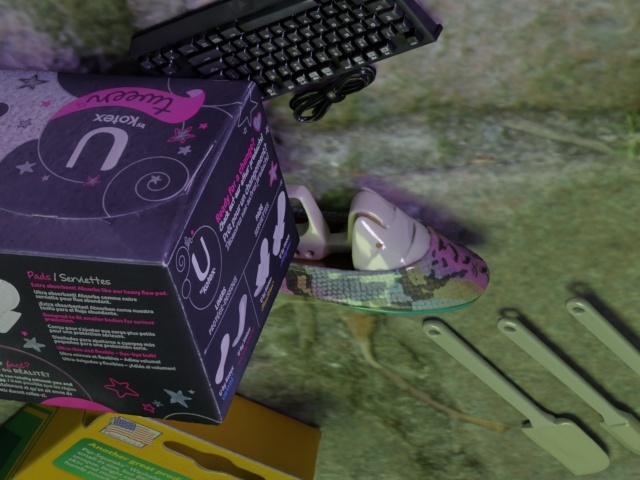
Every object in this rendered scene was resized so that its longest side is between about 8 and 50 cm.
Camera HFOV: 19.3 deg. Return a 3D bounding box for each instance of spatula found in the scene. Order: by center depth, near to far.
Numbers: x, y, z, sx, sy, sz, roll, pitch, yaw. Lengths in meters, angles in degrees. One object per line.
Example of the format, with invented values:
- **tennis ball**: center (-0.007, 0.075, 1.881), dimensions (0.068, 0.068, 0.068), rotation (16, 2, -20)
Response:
- **spatula**: center (0.198, 0.107, 1.383), dimensions (0.168, 0.019, 0.242), rotation (-11, 141, 38)

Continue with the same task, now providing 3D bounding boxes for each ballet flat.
- **ballet flat**: center (0.000, 0.000, 1.229), dimensions (0.221, 0.077, 0.079), rotation (5, 127, 8)

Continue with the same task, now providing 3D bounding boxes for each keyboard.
- **keyboard**: center (-0.016, -0.107, 1.107), dimensions (0.180, 0.023, 0.108), rotation (-16, 139, 35)

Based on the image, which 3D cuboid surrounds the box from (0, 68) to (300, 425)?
- **box**: center (-0.161, -0.005, 1.140), dimensions (0.247, 0.163, 0.142), rotation (5, 137, 19)

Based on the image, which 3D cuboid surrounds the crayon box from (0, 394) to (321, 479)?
- **crayon box**: center (-0.143, 0.189, 1.534), dimensions (0.203, 0.083, 0.323), rotation (25, 145, -22)
